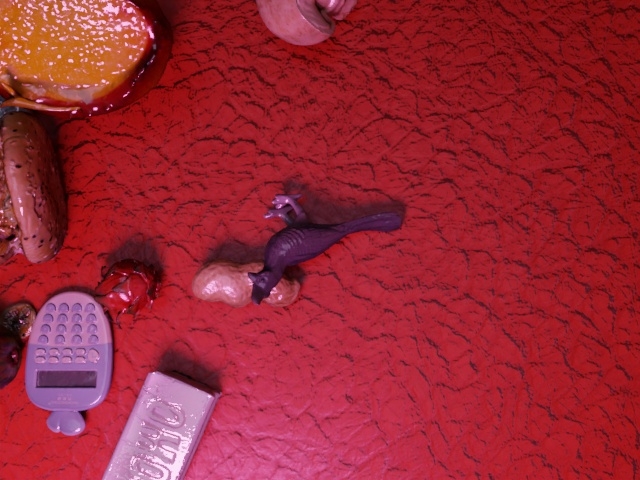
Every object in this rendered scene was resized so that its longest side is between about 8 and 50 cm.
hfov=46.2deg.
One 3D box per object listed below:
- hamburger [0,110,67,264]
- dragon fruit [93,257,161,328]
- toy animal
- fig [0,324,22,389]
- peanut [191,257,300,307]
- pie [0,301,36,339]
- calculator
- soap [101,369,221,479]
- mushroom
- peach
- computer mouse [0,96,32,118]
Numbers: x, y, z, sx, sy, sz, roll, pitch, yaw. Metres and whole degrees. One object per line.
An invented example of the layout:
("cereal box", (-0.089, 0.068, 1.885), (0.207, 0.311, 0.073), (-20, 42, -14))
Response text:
("hamburger", (-0.638, -0.102, 1.520), (0.195, 0.277, 0.318), (-9, 94, -10))
("dragon fruit", (-0.407, 0.100, 1.580), (0.142, 0.130, 0.121), (-30, 114, -1))
("toy animal", (-0.034, -0.015, 1.558), (0.367, 0.081, 0.206), (-28, 57, -23))
("fig", (-0.754, 0.237, 1.569), (0.245, 0.149, 0.149), (5, 83, 5))
("peanut", (-0.155, 0.089, 1.569), (0.228, 0.085, 0.104), (0, 90, 3))
("pie", (-0.655, 0.174, 1.632), (0.084, 0.021, 0.084), (-1, 82, 6))
("calculator", (-0.534, 0.259, 1.600), (0.188, 0.042, 0.303), (0, 82, 4))
("soap", (-0.326, 0.403, 1.535), (0.150, 0.094, 0.261), (22, 84, 8))
("mushroom", (-0.041, -0.540, 1.611), (0.189, 0.195, 0.254), (7, 89, 39))
("peach", (-0.506, -0.430, 1.552), (0.406, 0.310, 0.335), (-7, 118, -3))
("computer mouse", (-0.769, -0.236, 1.659), (0.159, 0.097, 0.288), (37, 78, -13))
